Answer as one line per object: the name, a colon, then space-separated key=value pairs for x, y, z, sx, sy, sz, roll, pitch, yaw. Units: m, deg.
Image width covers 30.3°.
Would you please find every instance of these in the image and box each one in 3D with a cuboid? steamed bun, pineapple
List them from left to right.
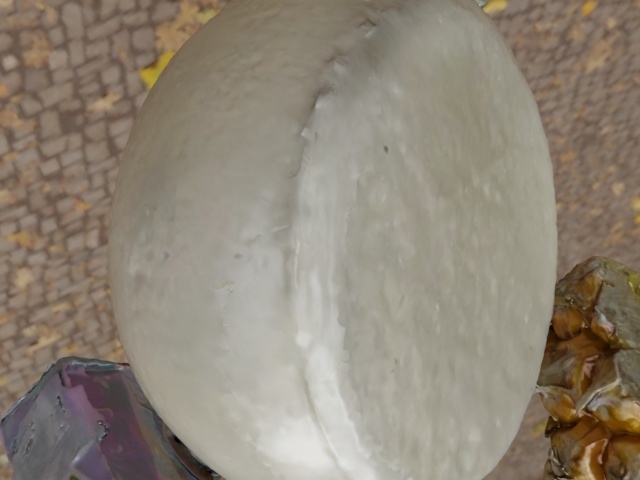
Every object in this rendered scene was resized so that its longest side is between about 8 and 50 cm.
steamed bun: x=0.000 y=0.000 z=0.623 sx=0.177 sy=0.283 sz=0.283 roll=1 pitch=171 yaw=34
pineapple: x=0.238 y=0.113 z=0.807 sx=0.186 sy=0.236 sz=0.114 roll=0 pitch=151 yaw=-31

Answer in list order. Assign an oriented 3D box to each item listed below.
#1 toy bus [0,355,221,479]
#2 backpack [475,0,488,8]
toy bus: x=-0.100 y=0.205 z=0.737 sx=0.112 sy=0.317 sz=0.138 roll=-46 pitch=140 yaw=8
backpack: x=0.085 y=-0.287 z=1.119 sx=0.207 sy=0.140 sz=0.253 roll=25 pitch=117 yaw=-38
